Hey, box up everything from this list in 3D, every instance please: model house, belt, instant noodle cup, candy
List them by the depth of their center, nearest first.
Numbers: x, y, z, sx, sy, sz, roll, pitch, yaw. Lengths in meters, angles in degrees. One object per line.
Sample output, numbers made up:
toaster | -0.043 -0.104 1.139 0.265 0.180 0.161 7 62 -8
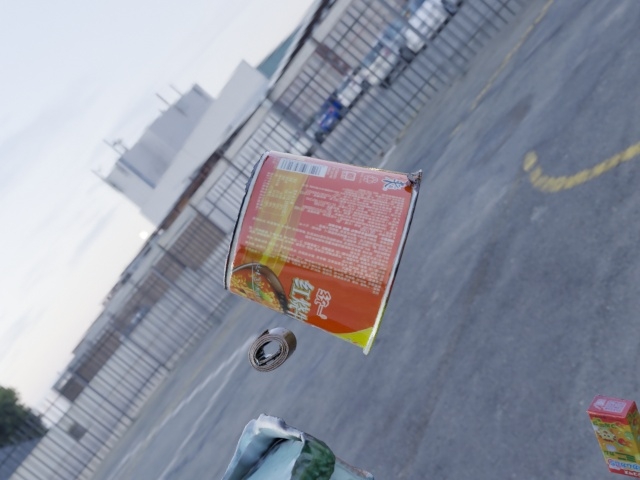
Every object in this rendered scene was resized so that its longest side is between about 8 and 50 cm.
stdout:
instant noodle cup | 0.000 0.000 0.889 0.213 0.174 0.213 17 -90 -88
model house | 0.015 0.376 1.092 0.184 0.291 0.253 -64 14 -16
candy | 0.436 0.284 1.180 0.062 0.122 0.038 -1 32 48
belt | -0.078 0.172 1.291 0.083 0.059 0.036 -38 -2 28
